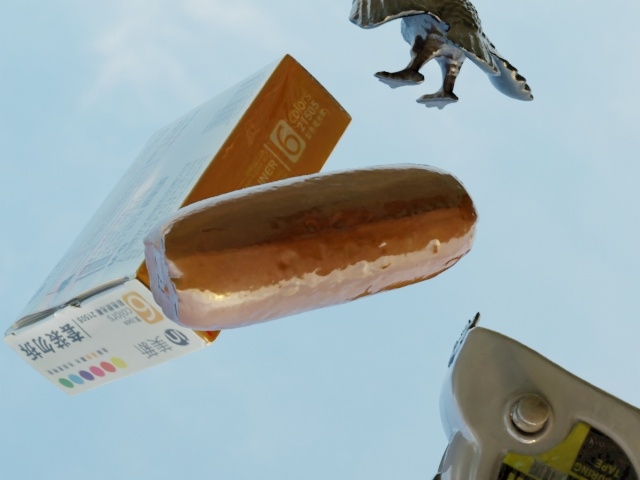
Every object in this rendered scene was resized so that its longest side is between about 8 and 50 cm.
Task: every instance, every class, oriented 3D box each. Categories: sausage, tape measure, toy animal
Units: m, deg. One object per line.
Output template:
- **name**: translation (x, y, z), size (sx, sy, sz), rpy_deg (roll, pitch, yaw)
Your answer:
- **sausage**: translation (0.000, 0.000, 0.906), size (0.197, 0.076, 0.076), rpy_deg (-11, -127, -28)
- **tape measure**: translation (0.178, 0.195, 1.289), size (0.236, 0.120, 0.197), rpy_deg (27, -108, 5)
- **toy animal**: translation (0.130, -0.222, 1.715), size (0.218, 0.116, 0.180), rpy_deg (21, -129, -24)

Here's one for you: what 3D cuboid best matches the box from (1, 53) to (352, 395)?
- **box**: translation (-0.118, -0.010, 1.387), size (0.091, 0.220, 0.274), rpy_deg (45, -126, -18)
